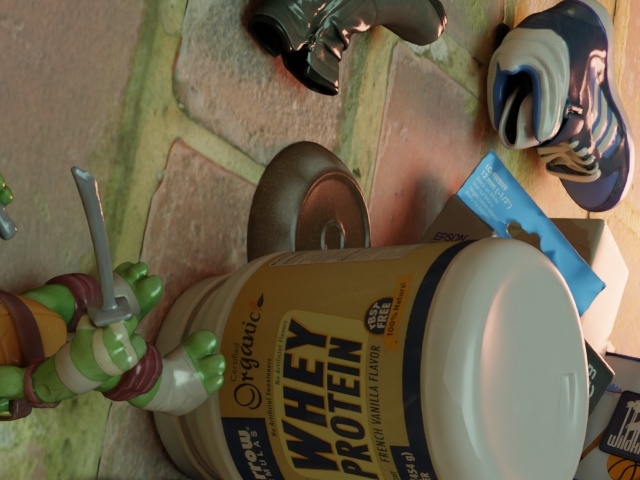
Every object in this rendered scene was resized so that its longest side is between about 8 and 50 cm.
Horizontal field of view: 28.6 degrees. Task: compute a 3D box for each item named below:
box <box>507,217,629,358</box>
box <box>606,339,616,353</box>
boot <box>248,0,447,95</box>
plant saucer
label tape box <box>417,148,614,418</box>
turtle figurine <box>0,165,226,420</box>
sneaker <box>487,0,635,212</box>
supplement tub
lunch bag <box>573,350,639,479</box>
[{"bbox_3d":[0.270,0.126,1.570,0.121,0.148,0.311,55,46,-41],"label":"box"},{"bbox_3d":[0.378,0.228,1.837,0.136,0.036,0.225,48,54,-46],"label":"box"},{"bbox_3d":[0.024,-0.213,1.251,0.246,0.083,0.161,31,71,-45],"label":"boot"},{"bbox_3d":[0.000,0.000,1.250,0.198,0.036,0.198,-5,97,-56],"label":"plant saucer"},{"bbox_3d":[0.189,0.110,1.344,0.249,0.115,0.347,47,70,-27],"label":"label tape box"},{"bbox_3d":[-0.169,0.025,0.850,0.266,0.198,0.274,17,81,-60],"label":"turtle figurine"},{"bbox_3d":[0.298,-0.139,1.634,0.236,0.130,0.323,-38,127,-38],"label":"sneaker"},{"bbox_3d":[0.037,0.118,1.043,0.228,0.316,0.228,8,80,-53],"label":"supplement tub"},{"bbox_3d":[0.403,0.343,1.585,0.239,0.328,0.385,6,95,-57],"label":"lunch bag"}]
